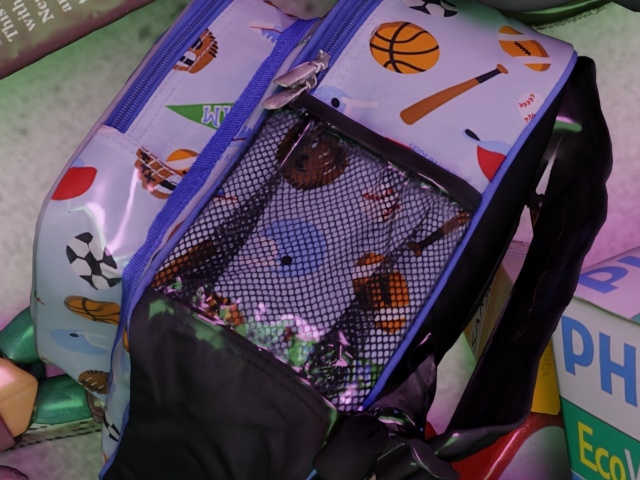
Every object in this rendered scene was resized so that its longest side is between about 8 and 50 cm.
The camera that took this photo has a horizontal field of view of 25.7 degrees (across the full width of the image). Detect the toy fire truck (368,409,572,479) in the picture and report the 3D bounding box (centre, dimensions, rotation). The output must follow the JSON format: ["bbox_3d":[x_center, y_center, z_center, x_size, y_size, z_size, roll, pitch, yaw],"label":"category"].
[{"bbox_3d":[0.071,0.242,0.784,0.302,0.169,0.254,-54,130,-6],"label":"toy fire truck"}]

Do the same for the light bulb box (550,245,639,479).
[{"bbox_3d":[0.329,0.151,0.660,0.357,0.225,0.361,-20,111,-23],"label":"light bulb box"}]

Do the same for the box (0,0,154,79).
[{"bbox_3d":[-0.146,-0.175,0.637,0.203,0.167,0.168,-25,108,8],"label":"box"}]

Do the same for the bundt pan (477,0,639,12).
[{"bbox_3d":[0.096,-0.234,0.583,0.330,0.124,0.331,1,68,-2],"label":"bundt pan"}]

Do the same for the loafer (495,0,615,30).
[{"bbox_3d":[0.173,-0.178,0.681,0.251,0.087,0.094,-29,107,9],"label":"loafer"}]

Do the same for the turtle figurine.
[{"bbox_3d":[-0.184,0.090,0.755,0.234,0.118,0.175,-29,122,-7],"label":"turtle figurine"}]

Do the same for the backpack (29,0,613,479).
[{"bbox_3d":[0.000,0.000,0.647,0.213,0.276,0.263,39,64,3],"label":"backpack"}]

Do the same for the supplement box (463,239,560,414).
[{"bbox_3d":[0.107,0.043,0.750,0.036,0.098,0.062,9,107,-7],"label":"supplement box"}]
